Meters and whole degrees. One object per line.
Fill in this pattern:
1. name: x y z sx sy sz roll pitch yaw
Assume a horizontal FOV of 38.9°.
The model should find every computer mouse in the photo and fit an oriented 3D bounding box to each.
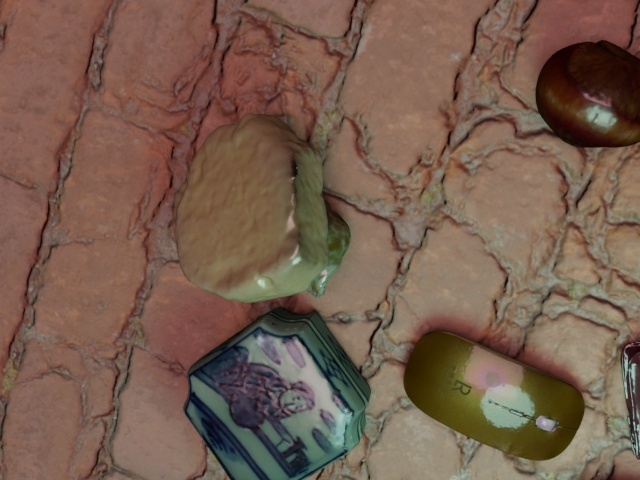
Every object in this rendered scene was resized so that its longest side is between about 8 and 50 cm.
1. computer mouse: 0.295 0.266 1.558 0.311 0.072 0.158 24 105 8

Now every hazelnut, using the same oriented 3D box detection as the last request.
1. hazelnut: 0.439 -0.216 1.409 0.204 0.178 0.177 3 100 -19

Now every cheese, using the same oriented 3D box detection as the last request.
1. cheese: -0.112 -0.045 1.516 0.326 0.115 0.317 35 103 35

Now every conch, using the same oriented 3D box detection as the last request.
1. conch: -0.006 0.011 1.563 0.106 0.116 0.172 16 103 7

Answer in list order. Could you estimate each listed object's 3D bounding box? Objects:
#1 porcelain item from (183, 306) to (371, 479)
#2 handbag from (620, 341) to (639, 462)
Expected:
1. porcelain item: -0.078 0.284 1.601 0.286 0.157 0.281 -34 91 16
2. handbag: 0.608 0.264 1.484 0.203 0.074 0.216 -7 97 14
